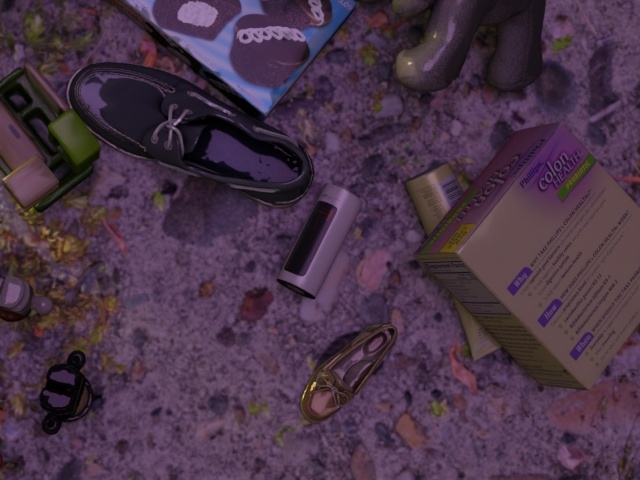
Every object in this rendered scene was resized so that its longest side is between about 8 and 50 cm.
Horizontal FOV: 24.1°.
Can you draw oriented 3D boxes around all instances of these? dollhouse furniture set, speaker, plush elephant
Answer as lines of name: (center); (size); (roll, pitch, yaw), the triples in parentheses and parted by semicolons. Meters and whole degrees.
dollhouse furniture set: (-0.415, -0.062, 1.701); (0.301, 0.197, 0.151); (-39, 92, -11)
speaker: (0.000, 0.000, 1.832); (0.055, 0.055, 0.136); (28, 81, -5)
plush elephant: (0.131, -0.356, 1.808); (0.255, 0.272, 0.330); (27, 117, 32)

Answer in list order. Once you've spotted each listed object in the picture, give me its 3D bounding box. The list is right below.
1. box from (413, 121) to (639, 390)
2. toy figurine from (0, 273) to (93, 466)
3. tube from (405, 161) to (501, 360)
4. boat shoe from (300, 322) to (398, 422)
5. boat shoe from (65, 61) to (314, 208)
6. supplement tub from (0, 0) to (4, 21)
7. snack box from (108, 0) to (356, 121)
box: (0.277, 0.021, 1.807); (0.243, 0.117, 0.213); (45, 73, -16)
toy figurine: (-0.383, 0.151, 1.717); (0.213, 0.148, 0.210); (-31, 83, -9)
tube: (0.180, 0.023, 1.860); (0.070, 0.062, 0.240); (-24, 94, 33)
boat shoe: (0.035, 0.159, 1.822); (0.153, 0.048, 0.056); (-42, 91, -11)
boat shoe: (-0.154, -0.135, 1.799); (0.319, 0.099, 0.116); (25, 82, -5)
supplement tub: (-0.463, -0.414, 1.712); (0.241, 0.241, 0.331); (1, 84, -9)
snack box: (-0.138, -0.318, 1.842); (0.322, 0.060, 0.187); (39, 78, -3)
